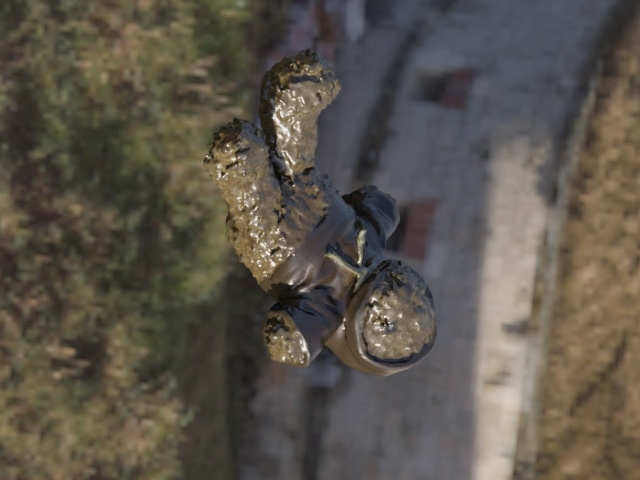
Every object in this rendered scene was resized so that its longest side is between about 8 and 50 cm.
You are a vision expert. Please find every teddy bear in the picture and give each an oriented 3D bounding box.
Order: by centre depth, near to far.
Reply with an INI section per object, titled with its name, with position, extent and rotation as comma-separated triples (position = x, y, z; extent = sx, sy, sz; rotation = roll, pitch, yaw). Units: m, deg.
[teddy bear]
position = -0.008, 0.000, 0.852
extent = 0.160, 0.078, 0.119
rotation = 58, 43, -20
